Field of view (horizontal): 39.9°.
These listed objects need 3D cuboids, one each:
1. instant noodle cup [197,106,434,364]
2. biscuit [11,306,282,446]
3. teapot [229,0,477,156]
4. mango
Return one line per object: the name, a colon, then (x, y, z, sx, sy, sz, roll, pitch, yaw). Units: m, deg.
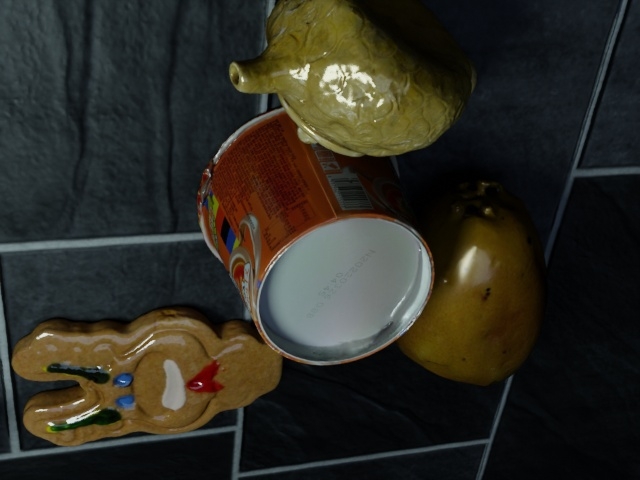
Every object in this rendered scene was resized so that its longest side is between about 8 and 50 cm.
instant noodle cup: (0.000, 0.000, 0.969, 0.250, 0.192, 0.250, -9, 126, -13)
biscuit: (-0.211, 0.173, 1.116, 0.333, 0.047, 0.202, -4, 125, -17)
teapot: (0.039, -0.156, 0.875, 0.311, 0.203, 0.167, 2, 139, -47)
mango: (0.189, 0.059, 1.103, 0.201, 0.152, 0.287, -22, 132, -15)
